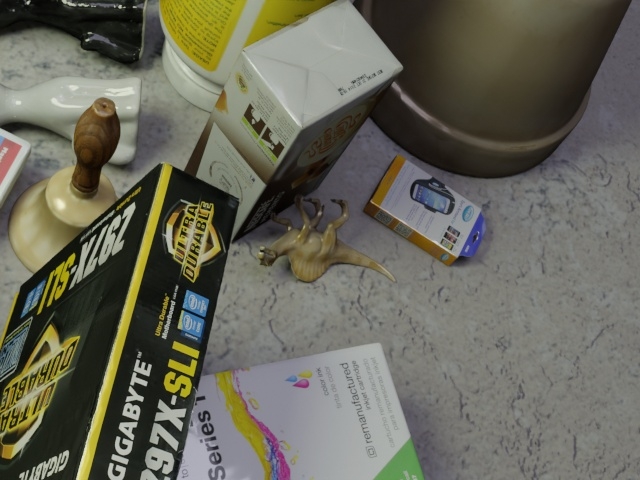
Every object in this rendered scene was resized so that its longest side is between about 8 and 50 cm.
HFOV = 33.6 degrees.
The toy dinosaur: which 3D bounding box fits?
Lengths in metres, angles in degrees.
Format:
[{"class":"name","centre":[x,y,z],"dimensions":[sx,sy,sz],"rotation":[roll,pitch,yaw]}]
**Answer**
[{"class":"toy dinosaur","centre":[0.000,0.000,1.156],"dimensions":[0.183,0.053,0.093],"rotation":[6,89,-35]}]

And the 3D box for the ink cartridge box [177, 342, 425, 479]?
[{"class":"ink cartridge box","centre":[-0.056,0.226,0.977],"dimensions":[0.278,0.117,0.201],"rotation":[-8,68,-24]}]

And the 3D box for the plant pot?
[{"class":"plant pot","centre":[0.225,-0.277,1.246],"dimensions":[0.323,0.280,0.323],"rotation":[9,62,-18]}]

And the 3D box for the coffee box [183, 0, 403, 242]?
[{"class":"coffee box","centre":[-0.037,-0.116,1.080],"dimensions":[0.141,0.246,0.098],"rotation":[-33,80,-32]}]

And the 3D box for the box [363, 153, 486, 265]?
[{"class":"box","centre":[0.126,-0.031,1.231],"dimensions":[0.136,0.028,0.081],"rotation":[34,58,-5]}]

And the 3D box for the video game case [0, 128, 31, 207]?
[{"class":"video game case","centre":[-0.452,-0.068,1.006],"dimensions":[0.285,0.025,0.204],"rotation":[26,70,-7]}]

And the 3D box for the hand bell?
[{"class":"hand bell","centre":[-0.218,-0.063,0.987],"dimensions":[0.126,0.242,0.126],"rotation":[9,61,-16]}]

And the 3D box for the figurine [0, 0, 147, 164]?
[{"class":"figurine","centre":[-0.294,-0.190,1.125],"dimensions":[0.209,0.092,0.215],"rotation":[4,64,-10]}]

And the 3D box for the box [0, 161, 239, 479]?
[{"class":"box","centre":[-0.195,0.114,0.859],"dimensions":[0.079,0.322,0.257],"rotation":[27,57,-24]}]

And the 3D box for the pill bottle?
[{"class":"pill bottle","centre":[-0.063,-0.276,1.100],"dimensions":[0.188,0.334,0.188],"rotation":[9,62,-17]}]
